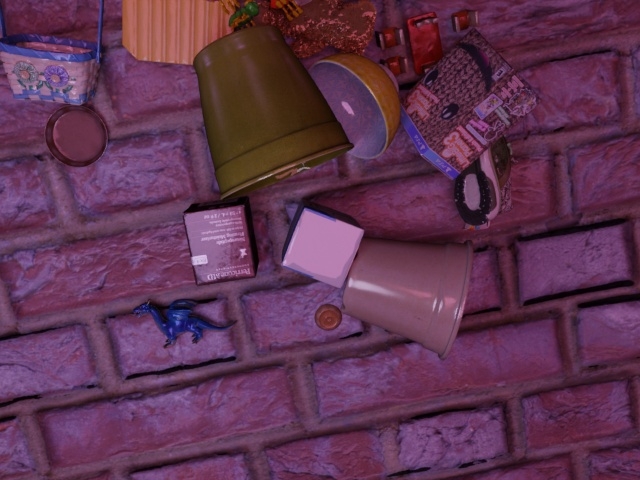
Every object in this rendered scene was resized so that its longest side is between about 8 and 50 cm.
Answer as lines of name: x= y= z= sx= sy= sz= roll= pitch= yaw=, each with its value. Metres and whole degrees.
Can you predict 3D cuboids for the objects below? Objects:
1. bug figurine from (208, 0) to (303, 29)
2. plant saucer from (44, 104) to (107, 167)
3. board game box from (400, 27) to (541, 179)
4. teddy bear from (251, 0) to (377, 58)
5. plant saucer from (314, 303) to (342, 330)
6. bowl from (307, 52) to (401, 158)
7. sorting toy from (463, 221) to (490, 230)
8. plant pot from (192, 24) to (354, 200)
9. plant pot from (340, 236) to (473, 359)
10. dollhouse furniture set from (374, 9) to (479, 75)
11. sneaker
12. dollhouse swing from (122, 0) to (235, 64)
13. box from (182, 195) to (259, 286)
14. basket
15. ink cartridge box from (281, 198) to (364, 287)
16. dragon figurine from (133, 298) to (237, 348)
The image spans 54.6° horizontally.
bug figurine: x=-0.159 y=-0.600 z=1.473 sx=0.216 sy=0.279 sz=0.072 roll=-33 pitch=71 yaw=11
plant saucer: x=-0.663 y=-0.284 z=1.691 sx=0.168 sy=0.029 sz=0.169 roll=-1 pitch=102 yaw=-4
board game box: x=0.362 y=-0.347 z=1.581 sx=0.141 sy=0.232 sz=0.291 roll=29 pitch=117 yaw=-37
teddy bear: x=-0.020 y=-0.594 z=1.635 sx=0.337 sy=0.113 sz=0.245 roll=1 pitch=96 yaw=4
plant saucer: x=0.024 y=0.231 z=1.846 sx=0.083 sy=0.015 sz=0.084 roll=-1 pitch=102 yaw=-3
bowl: x=0.112 y=-0.375 z=1.622 sx=0.156 sy=0.289 sz=0.289 roll=-42 pitch=103 yaw=-25
sorting toy: x=0.463 y=-0.063 z=1.801 sx=0.075 sy=0.045 sz=0.083 roll=5 pitch=102 yaw=-24
plant pot: x=-0.148 y=-0.331 z=1.565 sx=0.366 sy=0.366 sz=0.353 roll=-22 pitch=94 yaw=1
plant pot: x=0.225 y=0.126 z=1.703 sx=0.305 sy=0.334 sz=0.334 roll=14 pitch=101 yaw=5
dollhouse furniture set: x=0.272 y=-0.579 z=1.652 sx=0.261 sy=0.135 sz=0.259 roll=-14 pitch=114 yaw=0
sneaker: x=0.471 y=-0.250 z=1.733 sx=0.182 sy=0.158 sz=0.411 roll=-5 pitch=98 yaw=-37
dollhouse swing: x=-0.362 y=-0.620 z=1.521 sx=0.346 sy=0.315 sz=0.305 roll=4 pitch=91 yaw=-5
box: x=-0.267 y=-0.003 z=1.702 sx=0.168 sy=0.167 sz=0.203 roll=-9 pitch=102 yaw=-1
basket: x=-0.669 y=-0.495 z=1.557 sx=0.254 sy=0.201 sz=0.289 roll=4 pitch=111 yaw=-3
ink cartridge box: x=0.000 y=0.000 z=1.685 sx=0.171 sy=0.233 sz=0.168 roll=20 pitch=98 yaw=-7
dragon figurine: x=-0.394 y=0.221 z=1.784 sx=0.289 sy=0.085 sz=0.144 roll=-8 pitch=103 yaw=0
